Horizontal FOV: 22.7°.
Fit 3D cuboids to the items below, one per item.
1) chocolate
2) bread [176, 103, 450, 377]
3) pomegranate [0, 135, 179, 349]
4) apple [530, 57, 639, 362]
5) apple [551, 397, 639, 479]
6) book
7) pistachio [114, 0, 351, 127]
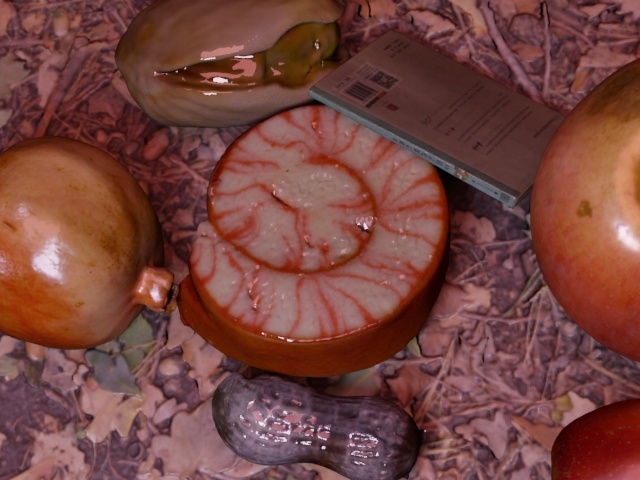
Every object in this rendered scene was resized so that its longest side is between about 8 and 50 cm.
[{"bbox_3d":[-0.006,0.215,1.811,0.248,0.110,0.110,11,73,12],"label":"chocolate"},{"bbox_3d":[0.004,-0.001,1.859,0.295,0.114,0.328,14,63,13],"label":"bread"},{"bbox_3d":[-0.285,0.014,1.840,0.270,0.252,0.229,23,58,21],"label":"pomegranate"},{"bbox_3d":[0.408,-0.037,1.725,0.363,0.364,0.364,-2,71,7],"label":"apple"},{"bbox_3d":[0.331,0.259,1.716,0.168,0.181,0.181,-1,71,11],"label":"apple"},{"bbox_3d":[0.153,-0.151,1.890,0.282,0.025,0.215,31,39,18],"label":"book"},{"bbox_3d":[-0.107,-0.227,1.954,0.288,0.197,0.166,-7,114,-6],"label":"pistachio"}]
